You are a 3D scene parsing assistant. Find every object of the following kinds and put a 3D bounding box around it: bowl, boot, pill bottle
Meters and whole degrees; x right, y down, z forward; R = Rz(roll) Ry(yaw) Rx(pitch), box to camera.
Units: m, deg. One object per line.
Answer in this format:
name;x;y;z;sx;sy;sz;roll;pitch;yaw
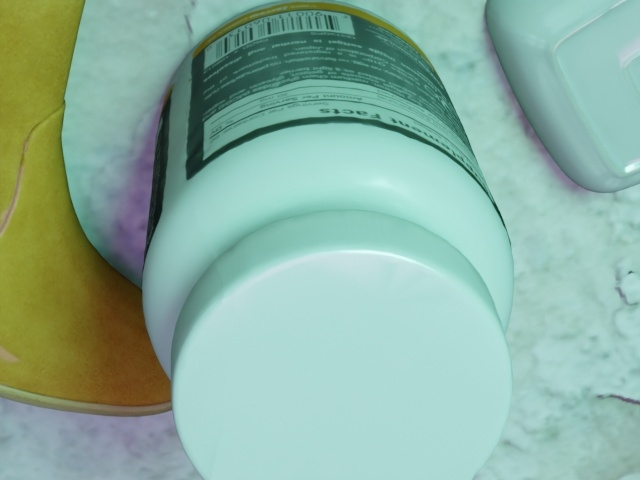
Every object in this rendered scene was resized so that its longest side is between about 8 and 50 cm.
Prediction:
bowl;0.173;-0.097;0.763;0.142;0.053;0.142;-28;116;10
boot;-0.153;-0.041;0.719;0.295;0.104;0.211;24;118;-18
pill bottle;0.000;0.000;0.669;0.162;0.278;0.162;-2;117;-3
